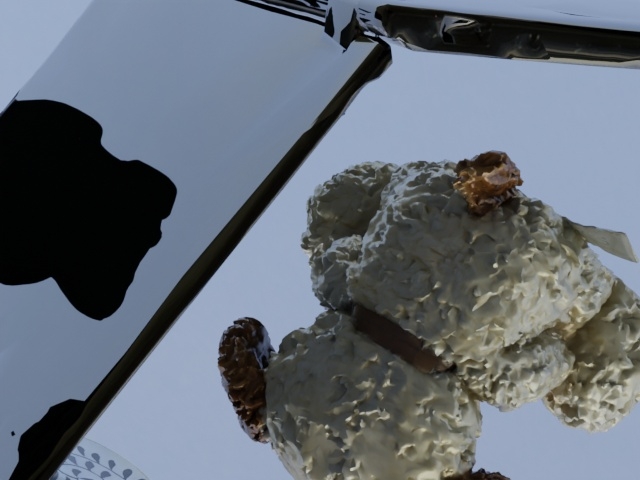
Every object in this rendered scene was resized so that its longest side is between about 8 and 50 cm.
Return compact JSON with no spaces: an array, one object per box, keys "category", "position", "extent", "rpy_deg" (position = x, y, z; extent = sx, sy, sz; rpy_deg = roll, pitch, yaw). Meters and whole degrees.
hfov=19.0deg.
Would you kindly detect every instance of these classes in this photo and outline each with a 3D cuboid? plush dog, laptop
[{"category":"plush dog","position":[0.062,0.069,1.198],"extent":[0.262,0.210,0.225],"rpy_deg":[30,-101,14]},{"category":"laptop","position":[0.000,0.000,0.831],"extent":[0.408,0.382,0.236],"rpy_deg":[3,-79,-20]}]

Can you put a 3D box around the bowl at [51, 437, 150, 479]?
[{"category":"bowl","position":[-0.135,0.162,0.822],"extent":[0.170,0.080,0.170],"rpy_deg":[0,-100,-1]}]
